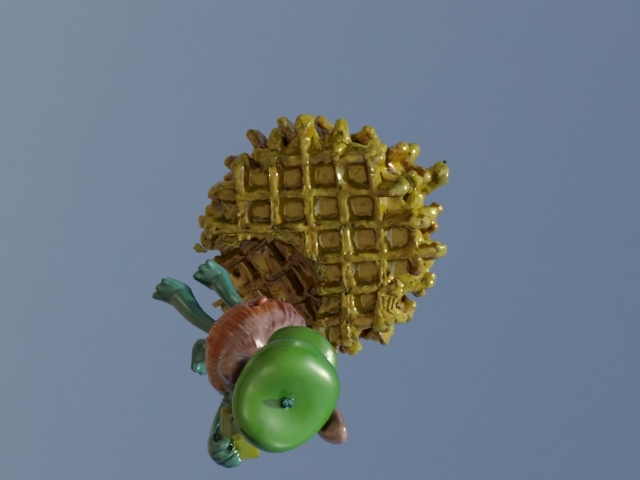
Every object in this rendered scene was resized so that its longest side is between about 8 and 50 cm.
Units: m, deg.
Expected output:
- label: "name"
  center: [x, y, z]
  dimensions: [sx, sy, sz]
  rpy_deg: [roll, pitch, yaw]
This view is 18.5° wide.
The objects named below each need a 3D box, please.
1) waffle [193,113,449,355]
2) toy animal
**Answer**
- label: "waffle"
  center: [0.000, 0.000, 1.556]
  dimensions: [0.070, 0.193, 0.197]
  rpy_deg: [-53, 167, -76]
- label: "toy animal"
  center: [-0.048, 0.082, 1.220]
  dimensions: [0.103, 0.100, 0.208]
  rpy_deg: [-54, -152, 1]
